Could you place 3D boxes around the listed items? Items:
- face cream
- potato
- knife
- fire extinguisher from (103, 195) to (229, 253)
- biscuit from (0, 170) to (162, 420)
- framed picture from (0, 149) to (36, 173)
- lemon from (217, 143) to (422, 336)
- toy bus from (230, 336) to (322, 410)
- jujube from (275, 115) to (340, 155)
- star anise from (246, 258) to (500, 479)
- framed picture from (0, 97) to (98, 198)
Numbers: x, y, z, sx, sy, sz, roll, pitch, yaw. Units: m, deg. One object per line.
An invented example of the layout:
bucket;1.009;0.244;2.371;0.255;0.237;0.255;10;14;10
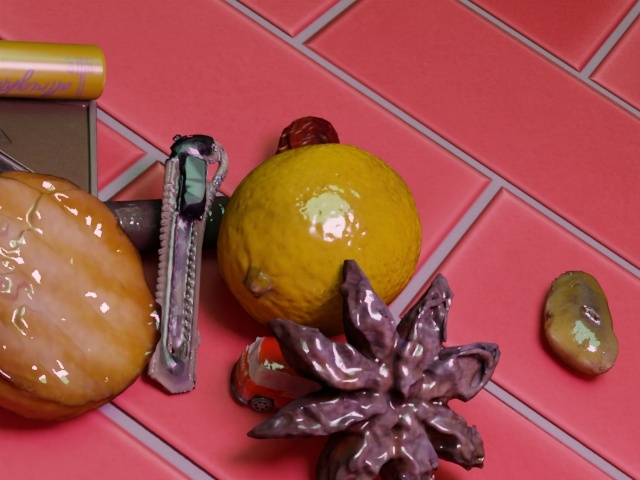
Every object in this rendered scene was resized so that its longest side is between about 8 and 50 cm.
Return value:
face cream;-0.430;-0.232;1.777;0.273;0.078;0.078;-1;49;-28
potato;0.368;0.110;1.873;0.105;0.085;0.188;22;38;-9
knife;-0.164;0.017;1.650;0.089;0.043;0.365;15;61;-21
fire extinguisher;-0.240;-0.026;1.694;0.268;0.089;0.072;-4;18;-30
biscuit;-0.320;0.064;1.505;0.296;0.102;0.296;29;47;-36
framed picture;-0.385;-0.035;1.604;0.142;0.011;0.183;38;36;-48
lemon;-0.001;-0.001;1.674;0.267;0.267;0.267;14;44;-14
toy bus;-0.018;0.170;1.620;0.174;0.077;0.079;15;43;-13
jujube;-0.013;-0.103;1.868;0.109;0.112;0.176;18;39;-10
star anise;0.074;0.180;1.537;0.332;0.117;0.331;2;85;-22
framed picture;-0.452;-0.131;1.739;0.324;0.020;0.240;8;46;-20
